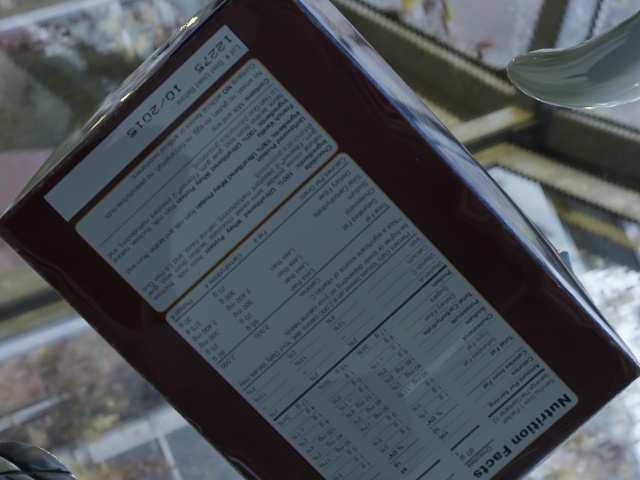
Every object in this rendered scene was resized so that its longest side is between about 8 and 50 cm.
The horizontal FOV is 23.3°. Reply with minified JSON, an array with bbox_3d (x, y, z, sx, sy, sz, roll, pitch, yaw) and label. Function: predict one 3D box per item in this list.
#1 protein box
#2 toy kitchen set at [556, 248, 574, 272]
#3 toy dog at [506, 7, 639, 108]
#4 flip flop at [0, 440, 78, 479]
[{"bbox_3d":[0.000,0.000,0.640,0.201,0.136,0.200,46,8,-10],"label":"protein box"},{"bbox_3d":[0.139,0.094,1.125,0.166,0.207,0.122,-2,-73,63],"label":"toy kitchen set"},{"bbox_3d":[0.124,-0.304,0.820,0.408,0.284,0.395,35,-56,41],"label":"toy dog"},{"bbox_3d":[-0.192,0.255,1.168,0.277,0.112,0.080,36,-54,37],"label":"flip flop"}]
